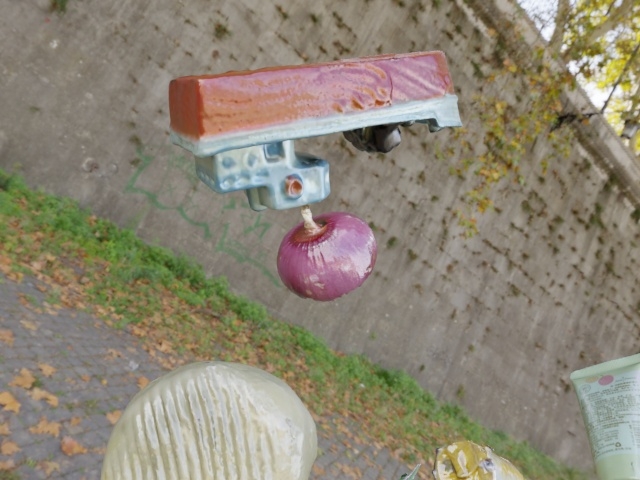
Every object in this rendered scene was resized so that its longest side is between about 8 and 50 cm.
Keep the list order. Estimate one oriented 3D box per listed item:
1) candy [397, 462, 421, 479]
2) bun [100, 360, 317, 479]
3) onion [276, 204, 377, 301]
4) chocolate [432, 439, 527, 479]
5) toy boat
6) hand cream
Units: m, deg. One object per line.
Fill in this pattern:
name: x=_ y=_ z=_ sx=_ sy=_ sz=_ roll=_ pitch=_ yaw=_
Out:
candy: x=0.157 y=0.791 z=1.210 sx=0.172 sy=0.398 sz=0.263 roll=29 pitch=5 yaw=16
bun: x=-0.191 y=0.373 z=0.778 sx=0.326 sy=0.362 sz=0.234 roll=49 pitch=-9 yaw=10
onion: x=0.013 y=0.025 z=1.576 sx=0.358 sy=0.358 sz=0.345 roll=-179 pitch=-107 yaw=-80
chocolate: x=0.230 y=0.327 z=0.608 sx=0.085 sy=0.086 sz=0.219 roll=25 pitch=-11 yaw=49
toy boat: x=0.021 y=-0.118 z=0.474 sx=0.145 sy=0.331 sz=0.133 roll=30 pitch=-48 yaw=55
hand cream: x=0.519 y=0.335 z=0.783 sx=0.093 sy=0.306 sz=0.147 roll=40 pitch=-49 yaw=-16
